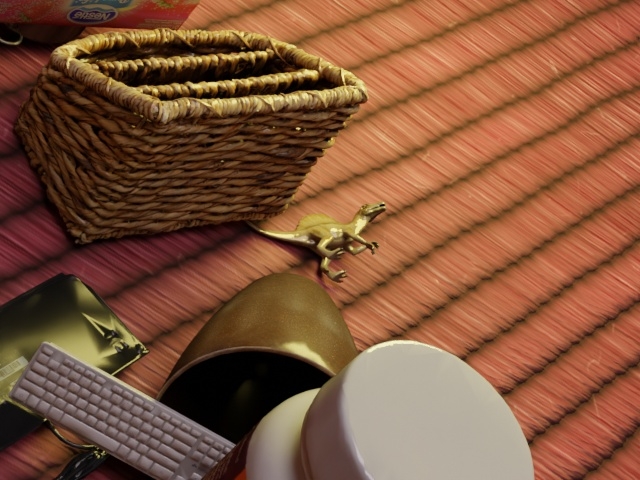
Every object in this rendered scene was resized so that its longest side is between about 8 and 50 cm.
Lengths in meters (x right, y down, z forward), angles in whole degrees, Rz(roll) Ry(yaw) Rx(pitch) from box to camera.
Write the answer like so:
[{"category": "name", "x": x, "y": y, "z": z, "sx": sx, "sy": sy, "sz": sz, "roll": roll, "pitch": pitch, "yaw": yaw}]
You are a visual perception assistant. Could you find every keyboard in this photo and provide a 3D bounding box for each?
[{"category": "keyboard", "x": -0.273, "y": 0.159, "z": 1.782, "sx": 0.201, "sy": 0.033, "sz": 0.317, "roll": 47, "pitch": 41, "yaw": 9}, {"category": "keyboard", "x": -0.162, "y": 0.181, "z": 1.768, "sx": 0.256, "sy": 0.072, "sz": 0.014, "roll": 31, "pitch": 19, "yaw": -11}]

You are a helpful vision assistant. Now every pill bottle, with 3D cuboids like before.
[{"category": "pill bottle", "x": -0.007, "y": 0.265, "z": 1.627, "sx": 0.224, "sy": 0.392, "sz": 0.224, "roll": 22, "pitch": 45, "yaw": -23}]

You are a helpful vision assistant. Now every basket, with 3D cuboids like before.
[{"category": "basket", "x": -0.141, "y": -0.154, "z": 1.997, "sx": 0.299, "sy": 0.223, "sz": 0.213, "roll": -9, "pitch": 59, "yaw": -39}]

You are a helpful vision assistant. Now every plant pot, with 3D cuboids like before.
[{"category": "plant pot", "x": -0.044, "y": 0.135, "z": 1.876, "sx": 0.215, "sy": 0.215, "sz": 0.230, "roll": 33, "pitch": 27, "yaw": -12}]

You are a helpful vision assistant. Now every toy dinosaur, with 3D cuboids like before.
[{"category": "toy dinosaur", "x": 0.000, "y": 0.000, "z": 2.137, "sx": 0.183, "sy": 0.053, "sz": 0.092, "roll": -9, "pitch": 44, "yaw": -29}]

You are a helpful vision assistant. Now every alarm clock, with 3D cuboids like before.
[{"category": "alarm clock", "x": -0.314, "y": -0.266, "z": 2.084, "sx": 0.129, "sy": 0.064, "sz": 0.192, "roll": 37, "pitch": 38, "yaw": -8}]

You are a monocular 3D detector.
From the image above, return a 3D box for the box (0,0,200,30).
[{"category": "box", "x": -0.248, "y": -0.311, "z": 2.036, "sx": 0.257, "sy": 0.122, "sz": 0.128, "roll": -3, "pitch": 58, "yaw": -40}]
